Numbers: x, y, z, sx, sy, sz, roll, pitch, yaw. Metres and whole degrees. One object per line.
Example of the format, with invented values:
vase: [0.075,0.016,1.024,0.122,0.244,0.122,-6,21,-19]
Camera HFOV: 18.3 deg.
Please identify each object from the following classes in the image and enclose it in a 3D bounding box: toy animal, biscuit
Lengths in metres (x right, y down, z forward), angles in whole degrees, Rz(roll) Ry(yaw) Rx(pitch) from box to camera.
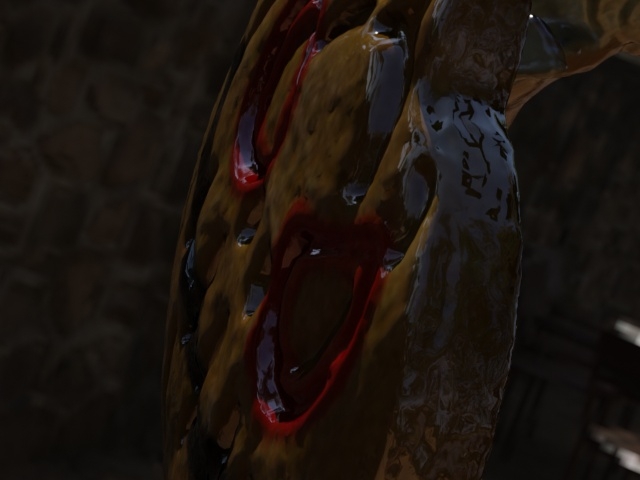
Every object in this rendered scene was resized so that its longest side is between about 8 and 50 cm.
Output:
toy animal: [0.114,-0.103,1.092,0.157,0.312,0.097,8,59,-51]
biscuit: [-0.001,0.000,0.805,0.063,0.314,0.367,13,37,-16]
